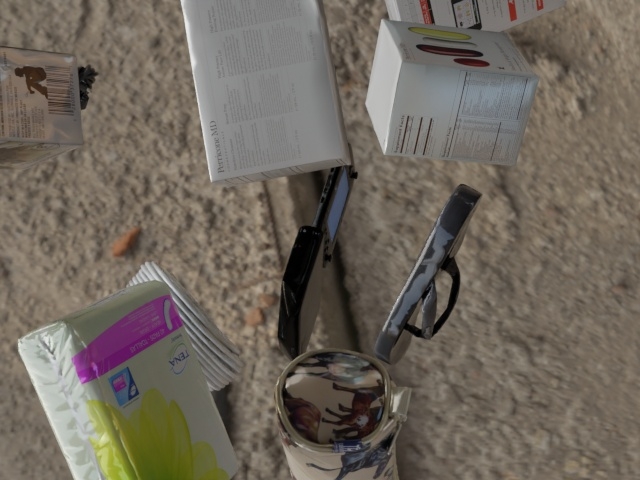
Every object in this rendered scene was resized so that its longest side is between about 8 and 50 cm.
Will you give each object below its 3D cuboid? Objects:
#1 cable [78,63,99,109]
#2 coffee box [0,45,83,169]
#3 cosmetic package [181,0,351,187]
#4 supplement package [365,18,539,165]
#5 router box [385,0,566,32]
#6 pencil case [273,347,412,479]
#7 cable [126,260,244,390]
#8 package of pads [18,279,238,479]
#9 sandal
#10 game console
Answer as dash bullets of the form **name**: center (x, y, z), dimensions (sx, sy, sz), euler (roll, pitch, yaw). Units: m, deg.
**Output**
- **cable**: center (-0.430, -0.219, 1.600), dimensions (0.150, 0.184, 0.047), euler (-34, 81, 47)
- **coffee box**: center (-0.448, -0.153, 1.178), dimensions (0.168, 0.297, 0.118), euler (-12, 82, 49)
- **cosmetic package**: center (-0.047, -0.165, 0.741), dimensions (0.099, 0.060, 0.239), euler (-10, 88, 6)
- **supplement package**: center (0.190, -0.225, 1.542), dimensions (0.203, 0.194, 0.149), euler (4, 120, -10)
- **router box**: center (0.244, -0.487, 1.710), dimensions (0.301, 0.335, 0.082), euler (-22, 47, -1)
- **pencil case**: center (0.046, 0.331, 1.515), dimensions (0.184, 0.410, 0.160), euler (14, 54, 19)
- **cable**: center (-0.238, 0.148, 1.786), dimensions (0.089, 0.257, 0.257), euler (-41, 27, -7)
- **package of pads**: center (-0.230, 0.214, 1.293), dimensions (0.101, 0.229, 0.296), euler (-19, 94, 24)
- **sandal**: center (0.117, 0.053, 1.070), dimensions (0.054, 0.254, 0.097), euler (30, 47, 9)
- **game console**: center (0.000, 0.000, 1.559), dimensions (0.044, 0.213, 0.361), euler (13, 58, 7)
